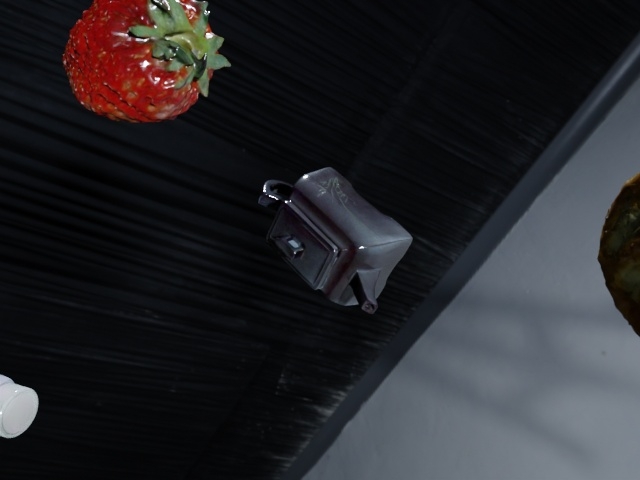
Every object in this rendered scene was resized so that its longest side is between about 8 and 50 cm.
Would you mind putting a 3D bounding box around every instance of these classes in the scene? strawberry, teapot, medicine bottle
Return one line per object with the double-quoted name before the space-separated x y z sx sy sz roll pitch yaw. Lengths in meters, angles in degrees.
"strawberry" -0.171 -0.168 0.496 0.148 0.131 0.131 -20 53 36
"teapot" 0.000 0.000 0.490 0.177 0.096 0.087 45 126 26
"medicine bottle" -0.311 0.148 0.482 0.052 0.089 0.052 9 -90 -74

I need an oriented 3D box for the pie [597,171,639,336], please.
"pie" 0.452 0.011 0.599 0.308 0.085 0.309 -167 90 -68
